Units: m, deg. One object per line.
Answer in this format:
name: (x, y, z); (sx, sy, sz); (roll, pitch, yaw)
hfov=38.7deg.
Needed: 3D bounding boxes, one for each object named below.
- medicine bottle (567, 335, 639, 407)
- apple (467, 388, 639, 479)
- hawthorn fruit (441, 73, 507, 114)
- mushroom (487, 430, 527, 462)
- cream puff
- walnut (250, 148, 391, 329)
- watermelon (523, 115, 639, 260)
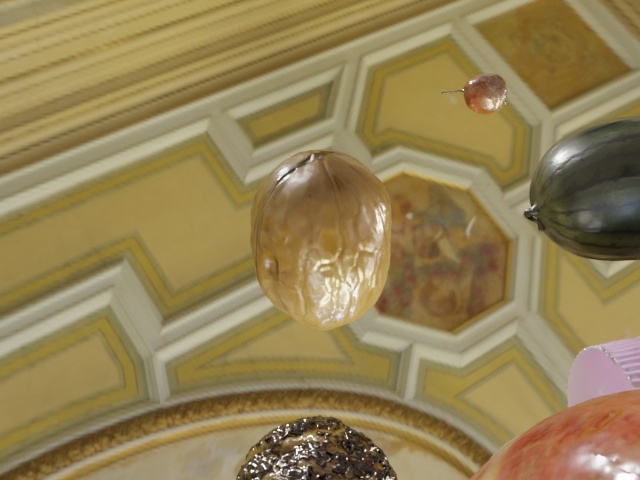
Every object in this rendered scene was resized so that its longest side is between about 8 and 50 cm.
medicine bottle: (0.405, 0.162, 0.873); (0.290, 0.178, 0.178); (-8, -118, -9)
apple: (0.201, 0.257, 0.428); (0.363, 0.364, 0.364); (6, -121, -9)
hawthorn fruit: (0.243, -0.233, 1.433); (0.103, 0.067, 0.067); (11, -123, 8)
mushroom: (0.374, 0.433, 1.359); (0.292, 0.290, 0.293); (1, -97, -5)
cream puff: (-0.014, 0.339, 1.203); (0.239, 0.165, 0.239); (-19, -153, 10)
walnut: (0.000, 0.000, 1.025); (0.167, 0.207, 0.167); (1, -152, -1)
watermelon: (0.158, -0.026, 0.468); (0.110, 0.078, 0.078); (-4, -119, -7)
